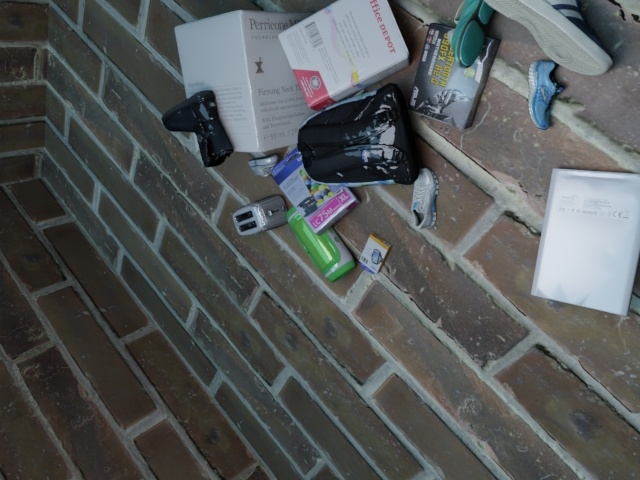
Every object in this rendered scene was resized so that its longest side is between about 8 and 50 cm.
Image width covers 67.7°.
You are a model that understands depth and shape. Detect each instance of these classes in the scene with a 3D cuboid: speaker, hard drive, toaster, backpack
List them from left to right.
[{"bbox_3d":[-0.240,-0.094,1.871,0.227,0.146,0.129,-12,98,44],"label":"toaster"},{"bbox_3d":[0.000,0.000,1.711,0.296,0.131,0.131,55,134,9],"label":"speaker"},{"bbox_3d":[0.102,-0.289,1.439,0.355,0.273,0.290,-11,102,23],"label":"backpack"},{"bbox_3d":[0.641,-0.003,1.137,0.210,0.040,0.319,12,98,38],"label":"hard drive"}]

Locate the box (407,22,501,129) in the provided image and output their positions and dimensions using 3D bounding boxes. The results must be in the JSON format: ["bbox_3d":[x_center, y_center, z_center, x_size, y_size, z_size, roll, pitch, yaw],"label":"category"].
[{"bbox_3d":[0.347,-0.436,1.270,0.183,0.056,0.231,31,126,29],"label":"box"}]

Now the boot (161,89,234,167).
[{"bbox_3d":[-0.383,-0.322,1.481,0.246,0.094,0.207,-16,92,39],"label":"boot"}]

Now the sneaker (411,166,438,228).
[{"bbox_3d":[0.303,-0.121,1.422,0.071,0.083,0.191,7,111,41],"label":"sneaker"}]

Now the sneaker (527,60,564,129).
[{"bbox_3d":[0.537,-0.345,1.135,0.073,0.063,0.162,3,109,38],"label":"sneaker"}]

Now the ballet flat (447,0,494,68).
[{"bbox_3d":[0.357,-0.515,1.152,0.087,0.083,0.247,12,74,51],"label":"ballet flat"}]

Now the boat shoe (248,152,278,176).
[{"bbox_3d":[-0.204,-0.278,1.791,0.226,0.083,0.076,18,129,67],"label":"boat shoe"}]

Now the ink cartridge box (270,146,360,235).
[{"bbox_3d":[-0.032,-0.193,1.638,0.186,0.065,0.311,-40,71,10],"label":"ink cartridge box"}]

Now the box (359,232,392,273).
[{"bbox_3d":[0.185,0.050,1.635,0.081,0.028,0.136,38,131,24],"label":"box"}]

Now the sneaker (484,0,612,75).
[{"bbox_3d":[0.524,-0.518,1.044,0.350,0.131,0.148,42,94,1],"label":"sneaker"}]

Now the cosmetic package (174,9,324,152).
[{"bbox_3d":[-0.218,-0.508,1.553,0.327,0.329,0.394,10,115,39],"label":"cosmetic package"}]

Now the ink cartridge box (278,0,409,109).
[{"bbox_3d":[0.070,-0.534,1.341,0.306,0.131,0.226,-22,93,14],"label":"ink cartridge box"}]
